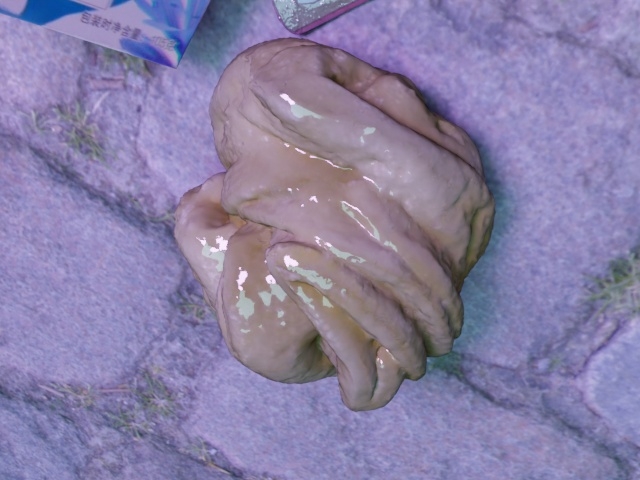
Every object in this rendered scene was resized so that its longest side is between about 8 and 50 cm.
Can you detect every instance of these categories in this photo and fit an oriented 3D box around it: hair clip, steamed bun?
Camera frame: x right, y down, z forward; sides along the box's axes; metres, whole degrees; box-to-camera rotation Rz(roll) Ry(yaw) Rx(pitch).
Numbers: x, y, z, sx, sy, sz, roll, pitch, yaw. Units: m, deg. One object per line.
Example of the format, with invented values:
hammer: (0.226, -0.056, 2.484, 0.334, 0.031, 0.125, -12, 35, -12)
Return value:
hair clip: (0.018, -0.245, 0.645, 0.137, 0.022, 0.054, -20, 112, 25)
steamed bun: (0.003, 0.005, 0.681, 0.324, 0.230, 0.372, 25, 125, 4)

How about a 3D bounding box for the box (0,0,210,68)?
box: (-0.210, -0.286, 0.552, 0.274, 0.116, 0.203, 11, 131, -36)
